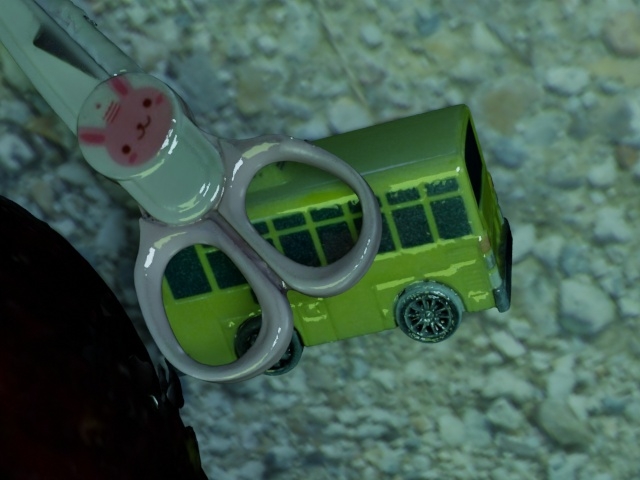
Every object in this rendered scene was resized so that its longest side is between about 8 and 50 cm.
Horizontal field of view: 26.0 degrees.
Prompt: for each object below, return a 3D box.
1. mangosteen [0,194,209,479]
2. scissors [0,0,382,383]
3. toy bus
[{"bbox_3d":[-0.215,0.167,0.652,0.381,0.381,0.421,-30,110,24],"label":"mangosteen"},{"bbox_3d":[-0.083,-0.046,0.642,0.118,0.030,0.242,-46,73,3],"label":"scissors"},{"bbox_3d":[0.000,0.000,0.681,0.175,0.088,0.101,-13,114,14],"label":"toy bus"}]
